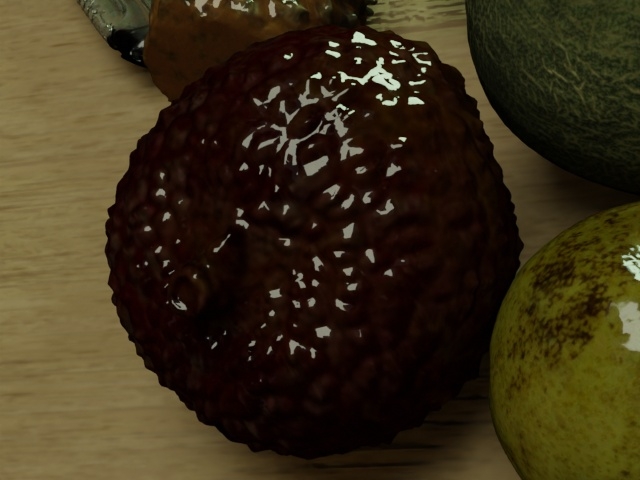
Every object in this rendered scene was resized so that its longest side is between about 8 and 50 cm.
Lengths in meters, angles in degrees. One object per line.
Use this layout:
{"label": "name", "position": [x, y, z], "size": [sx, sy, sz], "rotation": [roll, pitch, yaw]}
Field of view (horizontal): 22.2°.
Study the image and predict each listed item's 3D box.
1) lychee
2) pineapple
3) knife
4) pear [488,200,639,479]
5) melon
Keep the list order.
{"label": "lychee", "position": [0.000, 0.000, 0.993], "size": [0.260, 0.261, 0.261], "rotation": [-11, 52, 15]}
{"label": "pineapple", "position": [-0.018, -0.210, 1.217], "size": [0.157, 0.158, 0.279], "rotation": [7, 51, 27]}
{"label": "knife", "position": [-0.185, -0.231, 1.368], "size": [0.089, 0.043, 0.365], "rotation": [-9, 40, -30]}
{"label": "pear", "position": [0.184, 0.067, 0.893], "size": [0.197, 0.197, 0.197], "rotation": [-11, 52, 15]}
{"label": "melon", "position": [0.246, -0.145, 0.991], "size": [0.329, 0.249, 0.249], "rotation": [3, 57, 23]}
